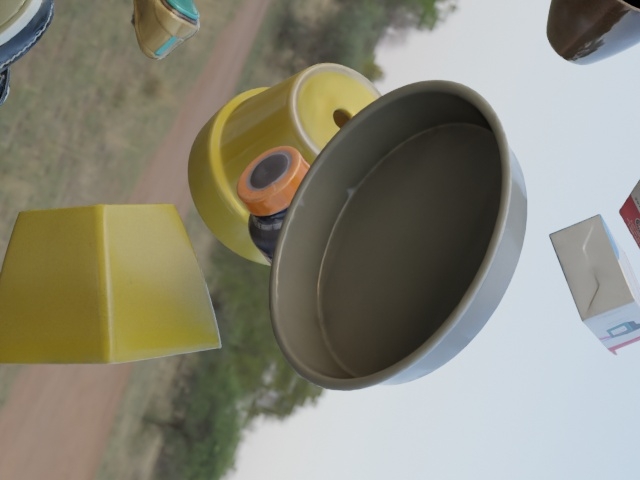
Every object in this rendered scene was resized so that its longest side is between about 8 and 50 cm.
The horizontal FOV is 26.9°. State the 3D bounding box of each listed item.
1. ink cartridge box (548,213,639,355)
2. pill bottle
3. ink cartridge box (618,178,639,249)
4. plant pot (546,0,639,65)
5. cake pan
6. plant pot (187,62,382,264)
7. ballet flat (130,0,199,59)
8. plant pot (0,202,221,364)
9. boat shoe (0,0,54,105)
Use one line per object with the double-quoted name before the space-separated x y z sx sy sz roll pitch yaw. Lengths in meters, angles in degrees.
"ink cartridge box" 0.395 0.067 1.842 0.231 0.078 0.134 36 33 -62
"pill bottle" 0.000 0.000 1.591 0.130 0.246 0.130 -24 -143 19
"ink cartridge box" 0.409 -0.021 1.354 0.237 0.100 0.172 96 -30 -68
"plant pot" 0.456 -0.383 2.120 0.230 0.215 0.215 124 -11 -60
"cake pan" 0.069 0.000 1.186 0.293 0.054 0.293 -29 -133 38
"plant pot" -0.025 -0.122 1.876 0.239 0.254 0.254 -36 -153 52
"ballet flat" -0.183 -0.274 1.424 0.073 0.080 0.232 -48 -146 25
"plant pot" -0.270 0.050 1.659 0.212 0.212 0.187 -2 89 -56
"boat shoe" -0.351 -0.162 1.269 0.340 0.113 0.127 -21 -129 32
